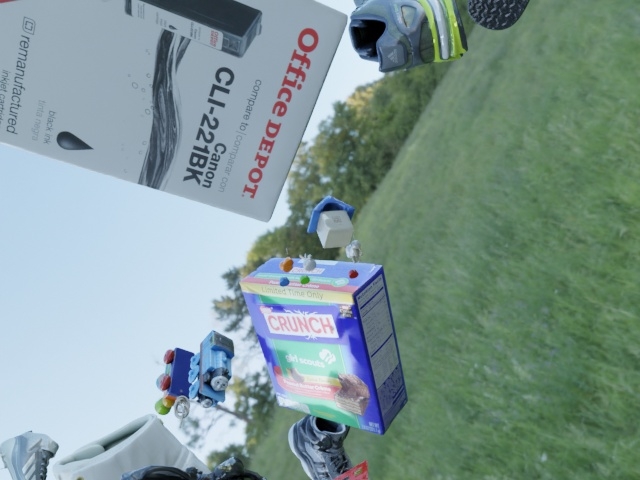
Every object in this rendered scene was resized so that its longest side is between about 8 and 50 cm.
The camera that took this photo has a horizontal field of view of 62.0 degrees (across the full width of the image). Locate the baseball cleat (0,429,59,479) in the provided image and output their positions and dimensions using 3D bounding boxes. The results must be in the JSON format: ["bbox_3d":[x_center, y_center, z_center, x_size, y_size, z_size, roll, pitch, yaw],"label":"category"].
[{"bbox_3d":[-0.578,0.469,1.087,0.109,0.206,0.072,-23,-39,-38],"label":"baseball cleat"}]

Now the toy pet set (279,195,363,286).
[{"bbox_3d":[0.000,0.000,0.759,0.114,0.122,0.065,106,152,-43],"label":"toy pet set"}]

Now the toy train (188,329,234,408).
[{"bbox_3d":[-0.247,0.294,1.215,0.105,0.080,0.184,-51,25,15],"label":"toy train"}]

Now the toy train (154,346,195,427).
[{"bbox_3d":[-0.404,0.428,1.441,0.143,0.105,0.248,-50,29,29],"label":"toy train"}]

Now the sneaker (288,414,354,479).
[{"bbox_3d":[0.036,0.499,1.213,0.101,0.268,0.153,-18,-36,-41],"label":"sneaker"}]

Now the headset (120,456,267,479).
[{"bbox_3d":[-0.097,0.335,0.310,0.243,0.185,0.394,-54,34,40],"label":"headset"}]

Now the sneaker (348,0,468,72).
[{"bbox_3d":[0.089,-0.323,0.755,0.300,0.121,0.111,-114,4,-52],"label":"sneaker"}]

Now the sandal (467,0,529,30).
[{"bbox_3d":[0.168,-0.249,0.418,0.040,0.067,0.179,-59,-4,-27],"label":"sandal"}]

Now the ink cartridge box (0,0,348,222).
[{"bbox_3d":[-0.139,-0.155,0.463,0.114,0.272,0.197,-109,39,-61],"label":"ink cartridge box"}]

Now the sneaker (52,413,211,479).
[{"bbox_3d":[-0.279,0.337,0.626,0.292,0.169,0.108,-40,14,-19],"label":"sneaker"}]

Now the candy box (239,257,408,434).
[{"bbox_3d":[0.011,0.202,1.065,0.122,0.268,0.317,-37,-59,-47],"label":"candy box"}]

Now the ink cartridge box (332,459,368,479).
[{"bbox_3d":[0.018,0.463,0.944,0.145,0.045,0.179,-35,10,10],"label":"ink cartridge box"}]
